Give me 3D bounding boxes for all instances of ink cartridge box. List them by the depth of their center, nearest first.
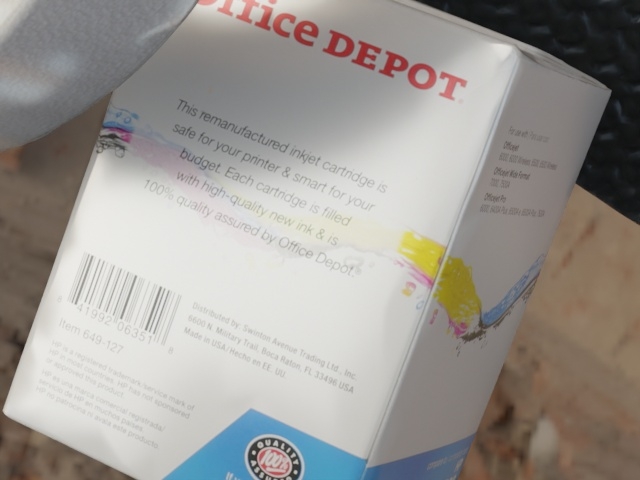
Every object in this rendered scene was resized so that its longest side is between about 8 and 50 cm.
[{"bbox_3d":[0.000,0.000,0.869,0.171,0.232,0.168,24,-172,20],"label":"ink cartridge box"}]

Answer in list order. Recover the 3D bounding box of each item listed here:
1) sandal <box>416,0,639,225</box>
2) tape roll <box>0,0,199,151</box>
[{"bbox_3d":[0.089,-0.157,1.078,0.446,0.107,0.167,38,109,-21],"label":"sandal"},{"bbox_3d":[-0.153,-0.221,0.690,0.392,0.392,0.072,-22,163,38],"label":"tape roll"}]
